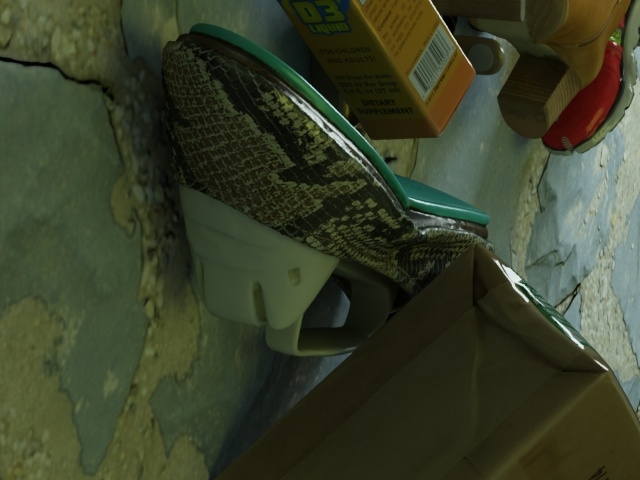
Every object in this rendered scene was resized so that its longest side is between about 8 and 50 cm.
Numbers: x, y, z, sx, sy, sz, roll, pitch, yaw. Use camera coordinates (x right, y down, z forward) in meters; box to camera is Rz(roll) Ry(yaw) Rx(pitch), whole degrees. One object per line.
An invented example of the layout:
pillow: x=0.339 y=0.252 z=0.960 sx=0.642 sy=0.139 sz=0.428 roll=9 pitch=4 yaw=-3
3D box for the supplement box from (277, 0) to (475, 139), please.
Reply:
supplement box: x=0.025 y=-0.181 z=1.309 sx=0.233 sy=0.078 sz=0.080 roll=55 pitch=53 yaw=-33

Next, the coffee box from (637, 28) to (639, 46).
coffee box: x=0.457 y=-0.288 z=1.977 sx=0.098 sy=0.247 sz=0.141 roll=-32 pitch=126 yaw=-57

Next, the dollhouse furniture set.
dollhouse furniture set: x=0.082 y=-0.157 z=1.431 sx=0.151 sy=0.123 sz=0.144 roll=-31 pitch=125 yaw=-56

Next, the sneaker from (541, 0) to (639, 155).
sneaker: x=0.271 y=-0.220 z=1.838 sx=0.118 sy=0.107 sz=0.279 roll=37 pitch=60 yaw=-39

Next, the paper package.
paper package: x=0.116 y=0.209 z=1.435 sx=0.309 sy=0.168 sz=0.325 roll=-43 pitch=146 yaw=-2

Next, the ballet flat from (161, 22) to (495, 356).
ballet flat: x=0.000 y=0.000 z=1.312 sx=0.182 sy=0.164 sz=0.483 roll=-63 pitch=154 yaw=-1

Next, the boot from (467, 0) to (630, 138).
boot: x=0.223 y=-0.256 z=1.618 sx=0.211 sy=0.104 sz=0.295 roll=-58 pitch=153 yaw=-28

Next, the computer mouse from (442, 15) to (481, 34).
computer mouse: x=0.147 y=-0.222 z=1.628 sx=0.242 sy=0.041 sz=0.071 roll=-30 pitch=125 yaw=-56
